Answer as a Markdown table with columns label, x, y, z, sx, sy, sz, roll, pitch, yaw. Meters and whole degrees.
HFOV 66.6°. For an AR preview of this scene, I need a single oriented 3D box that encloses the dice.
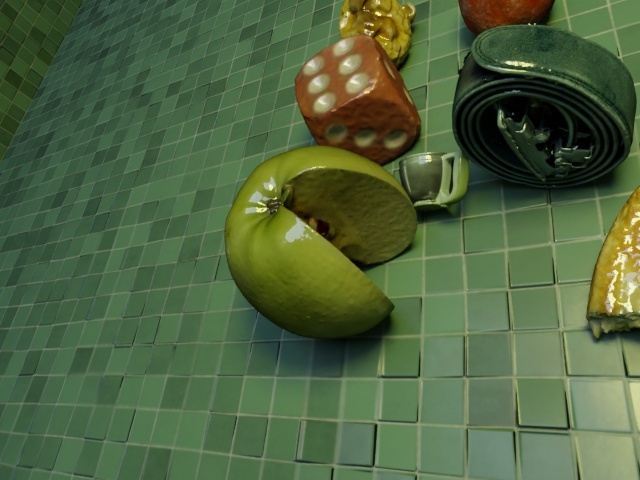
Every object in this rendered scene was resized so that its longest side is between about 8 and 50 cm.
| label | x | y | z | sx | sy | sz | roll | pitch | yaw |
| --- | --- | --- | --- | --- | --- | --- | --- | --- | --- |
| dice | 0.069 | -0.249 | 0.886 | 0.174 | 0.179 | 0.174 | -23 | 50 | 20 |

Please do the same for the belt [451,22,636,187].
| label | x | y | z | sx | sy | sz | roll | pitch | yaw |
| --- | --- | --- | --- | --- | --- | --- | --- | --- | --- |
| belt | 0.281 | -0.168 | 0.643 | 0.206 | 0.268 | 0.116 | -15 | 52 | 55 |

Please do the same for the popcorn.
| label | x | y | z | sx | sy | sz | roll | pitch | yaw |
| --- | --- | --- | --- | --- | --- | --- | --- | --- | --- |
| popcorn | 0.110 | -0.427 | 0.997 | 0.140 | 0.163 | 0.194 | -17 | 86 | 47 |

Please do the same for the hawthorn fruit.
| label | x | y | z | sx | sy | sz | roll | pitch | yaw |
| --- | --- | --- | --- | --- | --- | --- | --- | --- | --- |
| hawthorn fruit | 0.321 | -0.442 | 0.844 | 0.173 | 0.173 | 0.172 | -16 | 56 | 25 |

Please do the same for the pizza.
| label | x | y | z | sx | sy | sz | roll | pitch | yaw |
| --- | --- | --- | --- | --- | --- | --- | --- | --- | --- |
| pizza | 0.462 | 0.041 | 0.532 | 0.288 | 0.075 | 0.280 | 37 | 90 | 39 |

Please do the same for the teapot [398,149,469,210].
| label | x | y | z | sx | sy | sz | roll | pitch | yaw |
| --- | --- | --- | --- | --- | --- | --- | --- | --- | --- |
| teapot | 0.175 | -0.092 | 0.771 | 0.092 | 0.124 | 0.090 | -3 | 84 | 0 |

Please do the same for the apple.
| label | x | y | z | sx | sy | sz | roll | pitch | yaw |
| --- | --- | --- | --- | --- | --- | --- | --- | --- | --- |
| apple | 0.000 | 0.000 | 0.732 | 0.292 | 0.254 | 0.291 | -20 | 51 | 27 |
